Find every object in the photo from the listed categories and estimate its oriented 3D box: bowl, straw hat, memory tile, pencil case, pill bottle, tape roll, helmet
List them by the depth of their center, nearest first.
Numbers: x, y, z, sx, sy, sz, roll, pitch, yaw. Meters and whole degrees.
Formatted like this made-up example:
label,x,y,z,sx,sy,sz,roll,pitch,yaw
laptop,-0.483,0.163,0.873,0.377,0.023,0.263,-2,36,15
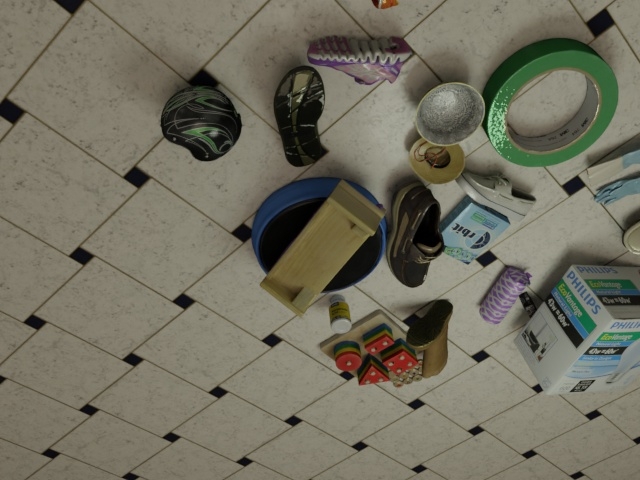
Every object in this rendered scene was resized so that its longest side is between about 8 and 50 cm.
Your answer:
label,x,y,z,sx,sy,sz,roll,pitch,yaw
helmet,-0.283,-0.281,1.490,0.169,0.169,0.161,-29,143,18
bowl,0.309,-0.325,1.561,0.170,0.080,0.170,-2,128,-3
tape roll,0.564,-0.334,1.582,0.322,0.077,0.321,-3,130,-4
straw hat,0.305,-0.222,1.660,0.145,0.061,0.144,6,120,11
bowl,0.000,0.000,1.809,0.391,0.077,0.391,-3,130,-4
pill bottle,0.059,0.226,1.978,0.065,0.116,0.065,-3,130,-4
pencil case,0.582,0.174,2.010,0.088,0.086,0.206,-4,136,-34
memory tile,0.318,0.479,2.284,0.148,0.012,0.113,-22,128,13

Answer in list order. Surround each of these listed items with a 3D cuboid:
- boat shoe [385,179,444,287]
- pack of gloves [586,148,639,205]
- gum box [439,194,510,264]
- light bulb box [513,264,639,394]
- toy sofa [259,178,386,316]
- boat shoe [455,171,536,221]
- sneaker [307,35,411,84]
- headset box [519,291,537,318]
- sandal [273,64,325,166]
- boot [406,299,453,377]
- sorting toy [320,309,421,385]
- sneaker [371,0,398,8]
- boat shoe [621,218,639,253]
label,x,y,z,sx,sy,sz,roll,pitch,yaw
boat shoe,0.267,0.007,1.776,0.132,0.130,0.355,-24,131,-19
pack of gloves,0.859,-0.195,1.762,0.232,0.046,0.195,-21,140,16
gum box,0.429,-0.027,1.849,0.157,0.041,0.184,25,125,-24
light bulb box,0.874,0.280,1.992,0.358,0.225,0.361,3,131,-25
toy sofa,0.007,0.015,1.698,0.150,0.177,0.362,38,121,-2
boat shoe,0.481,-0.136,1.730,0.268,0.096,0.088,25,119,-25
sneaker,0.086,-0.406,1.470,0.237,0.095,0.104,0,138,-7
headset box,0.678,0.215,2.064,0.032,0.062,0.083,-27,128,16
sandal,-0.056,-0.303,1.551,0.120,0.086,0.302,-7,145,-7
boot,0.356,0.354,2.066,0.236,0.089,0.269,-36,140,-35
sorting toy,0.176,0.386,2.142,0.255,0.089,0.257,-34,125,21
sneaker,0.146,-0.583,1.353,0.068,0.064,0.175,-16,138,-18
boat shoe,1.029,-0.067,1.839,0.324,0.097,0.116,-33,85,16
